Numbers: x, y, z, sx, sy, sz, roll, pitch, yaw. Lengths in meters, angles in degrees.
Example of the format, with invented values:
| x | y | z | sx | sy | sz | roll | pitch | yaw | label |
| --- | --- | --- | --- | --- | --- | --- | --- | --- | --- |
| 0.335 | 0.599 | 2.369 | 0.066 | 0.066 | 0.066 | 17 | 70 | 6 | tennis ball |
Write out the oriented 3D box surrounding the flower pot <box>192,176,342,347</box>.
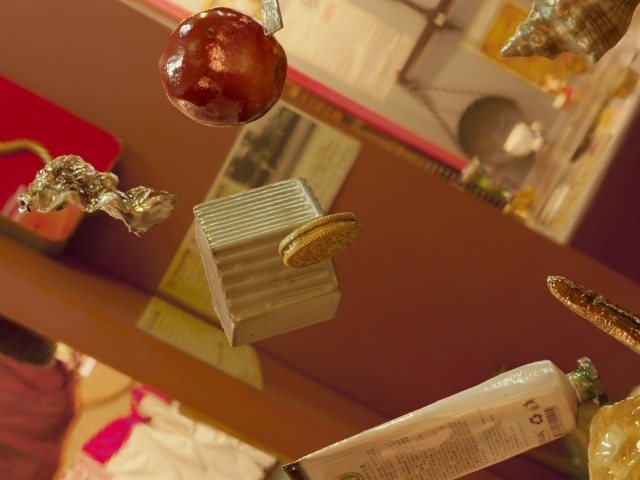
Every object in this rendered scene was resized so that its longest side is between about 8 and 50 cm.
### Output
| x | y | z | sx | sy | sz | roll | pitch | yaw | label |
| --- | --- | --- | --- | --- | --- | --- | --- | --- | --- |
| -0.086 | 0.034 | 1.765 | 0.209 | 0.190 | 0.239 | -154 | 51 | -74 | flower pot |

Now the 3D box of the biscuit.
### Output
| x | y | z | sx | sy | sz | roll | pitch | yaw | label |
| --- | --- | --- | --- | --- | --- | --- | --- | --- | --- |
| 0.000 | 0.000 | 1.079 | 0.084 | 0.023 | 0.084 | -23 | -17 | -7 | biscuit |

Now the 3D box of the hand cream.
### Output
| x | y | z | sx | sy | sz | roll | pitch | yaw | label |
| --- | --- | --- | --- | --- | --- | --- | --- | --- | --- |
| 0.134 | 0.208 | 1.162 | 0.336 | 0.121 | 0.076 | -23 | 38 | 4 | hand cream |

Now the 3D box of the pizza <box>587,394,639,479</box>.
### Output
| x | y | z | sx | sy | sz | roll | pitch | yaw | label |
| --- | --- | --- | --- | --- | --- | --- | --- | --- | --- |
| 0.380 | 0.285 | 1.275 | 0.182 | 0.074 | 0.365 | -62 | 8 | 14 | pizza |

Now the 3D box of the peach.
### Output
| x | y | z | sx | sy | sz | roll | pitch | yaw | label |
| --- | --- | --- | --- | --- | --- | --- | --- | --- | --- |
| -0.182 | -0.314 | 2.009 | 0.243 | 0.244 | 0.199 | 127 | 160 | -52 | peach |

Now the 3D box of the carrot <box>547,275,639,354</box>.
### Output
| x | y | z | sx | sy | sz | roll | pitch | yaw | label |
| --- | --- | --- | --- | --- | --- | --- | --- | --- | --- |
| 0.530 | 0.152 | 1.948 | 0.066 | 0.314 | 0.066 | -47 | -22 | -26 | carrot |

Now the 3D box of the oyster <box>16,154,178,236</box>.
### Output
| x | y | z | sx | sy | sz | roll | pitch | yaw | label |
| --- | --- | --- | --- | --- | --- | --- | --- | --- | --- |
| -0.395 | -0.083 | 1.914 | 0.351 | 0.238 | 0.114 | 32 | 108 | 64 | oyster |

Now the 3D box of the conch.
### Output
| x | y | z | sx | sy | sz | roll | pitch | yaw | label |
| --- | --- | --- | --- | --- | --- | --- | --- | --- | --- |
| 0.477 | -0.429 | 1.931 | 0.386 | 0.203 | 0.169 | -35 | 13 | -11 | conch |

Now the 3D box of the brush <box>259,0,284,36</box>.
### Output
| x | y | z | sx | sy | sz | roll | pitch | yaw | label |
| --- | --- | --- | --- | --- | --- | --- | --- | --- | --- |
| -0.101 | -0.472 | 1.694 | 0.090 | 0.017 | 0.314 | -179 | 76 | -71 | brush |
